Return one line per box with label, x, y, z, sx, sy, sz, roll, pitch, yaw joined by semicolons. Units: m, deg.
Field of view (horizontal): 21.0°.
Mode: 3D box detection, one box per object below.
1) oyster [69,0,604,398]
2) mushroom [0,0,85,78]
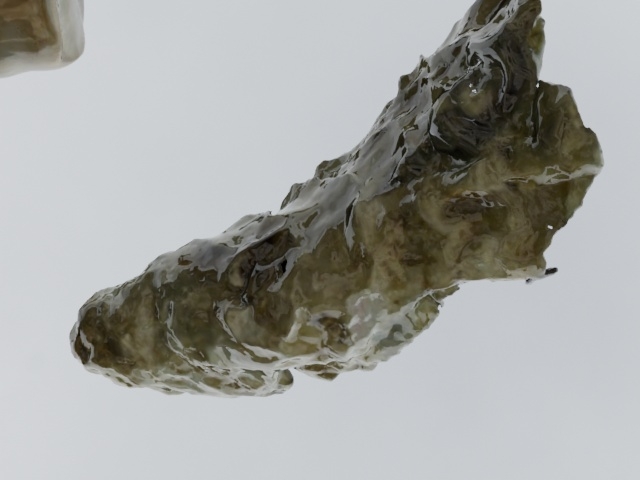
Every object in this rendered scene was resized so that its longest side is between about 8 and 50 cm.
oyster;0.003;0.000;0.502;0.061;0.106;0.200;21;-62;-36
mushroom;-0.235;-0.093;0.919;0.209;0.206;0.206;22;-86;11
